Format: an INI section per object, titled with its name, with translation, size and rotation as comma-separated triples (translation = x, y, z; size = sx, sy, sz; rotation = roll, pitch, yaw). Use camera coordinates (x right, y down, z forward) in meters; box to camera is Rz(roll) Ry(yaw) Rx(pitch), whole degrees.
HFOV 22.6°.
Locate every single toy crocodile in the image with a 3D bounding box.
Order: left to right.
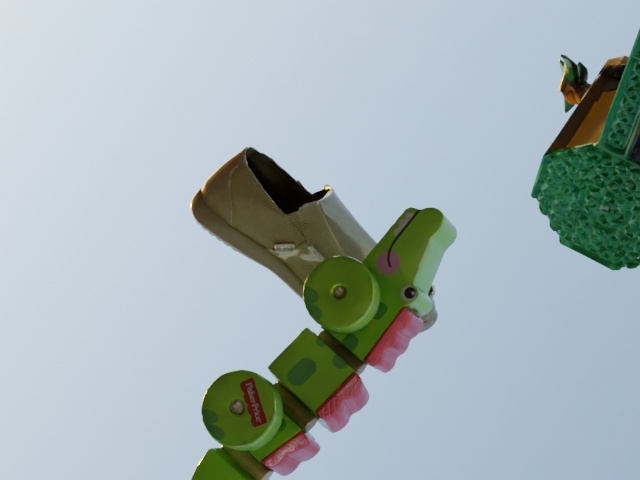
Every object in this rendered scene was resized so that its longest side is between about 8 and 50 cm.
[toy crocodile]
translation = 0.004, 0.113, 1.374
size = 0.105, 0.115, 0.340
rotation = 39, -94, 21

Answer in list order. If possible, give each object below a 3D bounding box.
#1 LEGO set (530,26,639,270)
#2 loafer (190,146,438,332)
[LEGO set]
translation = 0.256, -0.071, 0.580
size = 0.331, 0.255, 0.192
rotation = 22, -129, 21
[loafer]
translation = 0.000, 0.000, 1.543
size = 0.092, 0.268, 0.102
rotation = -65, 171, 26
